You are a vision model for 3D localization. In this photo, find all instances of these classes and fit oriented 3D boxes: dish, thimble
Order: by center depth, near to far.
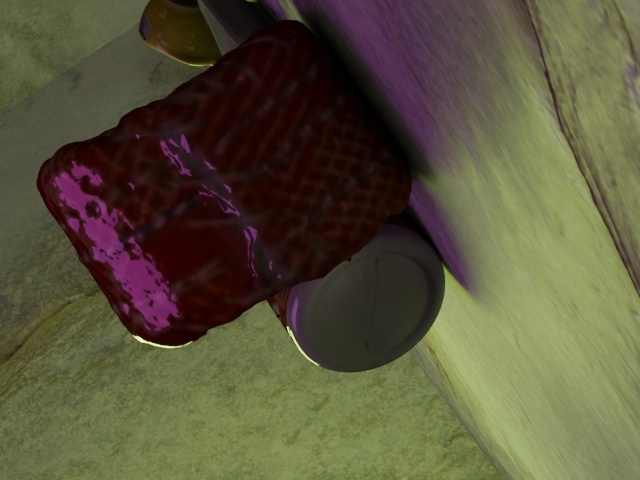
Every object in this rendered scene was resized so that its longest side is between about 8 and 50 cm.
[{"bbox_3d":[-0.094,-0.061,1.462,0.230,0.350,0.350,58,177,-8],"label":"thimble"},{"bbox_3d":[-0.080,-0.235,1.799,0.234,0.064,0.154,52,170,49],"label":"dish"},{"bbox_3d":[-0.198,-0.343,2.211,0.208,0.149,0.080,42,140,40],"label":"dish"}]

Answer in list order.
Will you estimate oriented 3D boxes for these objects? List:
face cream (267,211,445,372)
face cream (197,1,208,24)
[{"bbox_3d":[0.028,0.034,1.770,0.201,0.201,0.187,57,177,-38],"label":"face cream"},{"bbox_3d":[-0.135,-0.315,2.088,0.072,0.051,0.182,59,178,25],"label":"face cream"}]
